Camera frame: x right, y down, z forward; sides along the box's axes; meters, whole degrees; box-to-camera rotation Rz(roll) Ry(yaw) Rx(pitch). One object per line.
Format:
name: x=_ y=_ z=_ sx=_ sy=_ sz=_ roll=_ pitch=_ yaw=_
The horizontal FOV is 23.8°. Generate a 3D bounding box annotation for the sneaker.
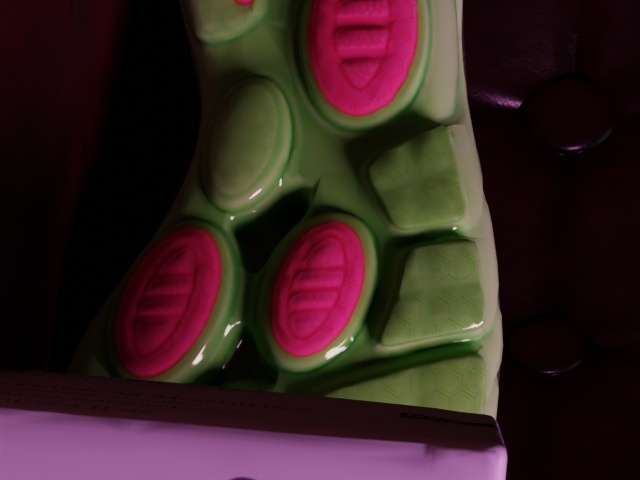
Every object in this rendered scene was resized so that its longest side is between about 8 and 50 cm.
sneaker: x=0.000 y=0.000 z=0.692 sx=0.202 sy=0.185 sz=0.483 roll=66 pitch=30 yaw=-67

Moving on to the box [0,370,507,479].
box: x=-0.041 y=0.135 z=0.441 sx=0.119 sy=0.180 sz=0.182 roll=30 pitch=64 yaw=-84
